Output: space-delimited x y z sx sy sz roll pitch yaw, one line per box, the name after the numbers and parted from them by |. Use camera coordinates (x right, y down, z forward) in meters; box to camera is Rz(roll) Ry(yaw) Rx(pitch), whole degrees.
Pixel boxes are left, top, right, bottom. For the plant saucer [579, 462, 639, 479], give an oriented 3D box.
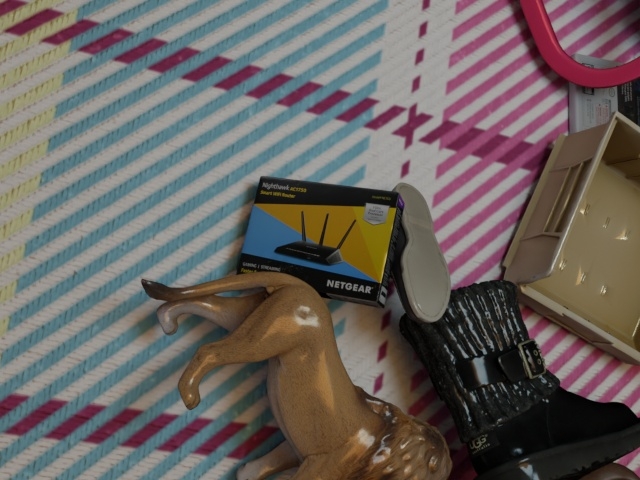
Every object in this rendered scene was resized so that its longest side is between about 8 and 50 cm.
0.410 0.398 1.040 0.168 0.029 0.168 3 81 -18 | plant saucer

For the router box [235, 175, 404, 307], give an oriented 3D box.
0.000 0.000 0.889 0.179 0.046 0.133 8 77 19 | router box

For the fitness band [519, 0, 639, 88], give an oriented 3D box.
0.393 -0.363 1.060 0.054 0.209 0.291 -21 91 -61 | fitness band

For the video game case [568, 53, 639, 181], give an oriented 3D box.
0.458 -0.181 1.142 0.173 0.022 0.190 5 80 -19 | video game case

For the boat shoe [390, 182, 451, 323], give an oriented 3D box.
0.107 0.023 0.922 0.075 0.065 0.206 21 45 -29 | boat shoe

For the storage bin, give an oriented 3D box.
0.420 0.009 1.035 0.262 0.123 0.260 29 78 -16 | storage bin

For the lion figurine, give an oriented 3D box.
-0.015 0.168 0.837 0.240 0.142 0.392 -26 106 -4 | lion figurine

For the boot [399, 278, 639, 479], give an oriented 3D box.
0.276 0.181 0.971 0.348 0.131 0.260 5 52 -44 | boot
